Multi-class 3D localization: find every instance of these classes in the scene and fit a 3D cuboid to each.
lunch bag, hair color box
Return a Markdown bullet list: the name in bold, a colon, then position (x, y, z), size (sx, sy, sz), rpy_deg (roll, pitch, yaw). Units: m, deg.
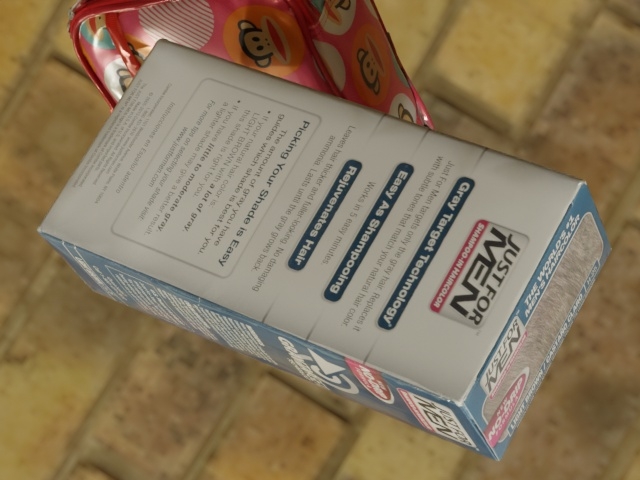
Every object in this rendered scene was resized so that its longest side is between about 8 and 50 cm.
- **lunch bag**: position (-0.063, -0.116, 1.559), size (0.293, 0.258, 0.120), rpy_deg (60, 39, -34)
- **hair color box**: position (0.000, 0.000, 1.310), size (0.174, 0.347, 0.105), rpy_deg (-60, 149, -16)
